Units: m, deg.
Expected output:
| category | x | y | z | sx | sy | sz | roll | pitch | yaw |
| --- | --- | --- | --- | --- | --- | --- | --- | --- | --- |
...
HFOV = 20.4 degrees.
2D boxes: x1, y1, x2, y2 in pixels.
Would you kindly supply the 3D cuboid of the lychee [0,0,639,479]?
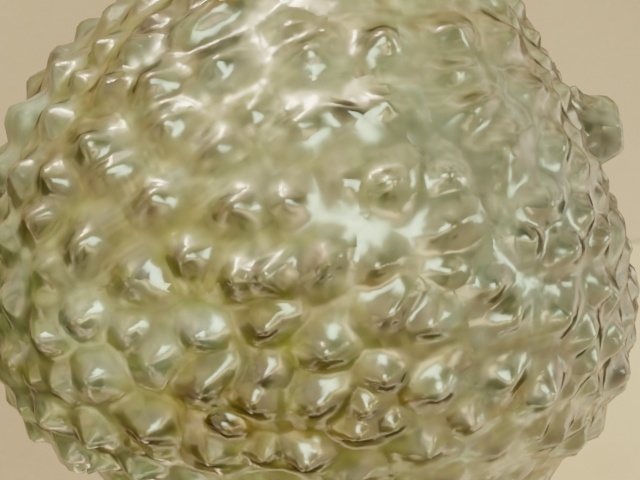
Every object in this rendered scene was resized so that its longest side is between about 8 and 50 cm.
| category | x | y | z | sx | sy | sz | roll | pitch | yaw |
| --- | --- | --- | --- | --- | --- | --- | --- | --- | --- |
| lychee | 0.000 | 0.000 | 0.706 | 0.274 | 0.255 | 0.255 | -30 | 112 | -12 |
